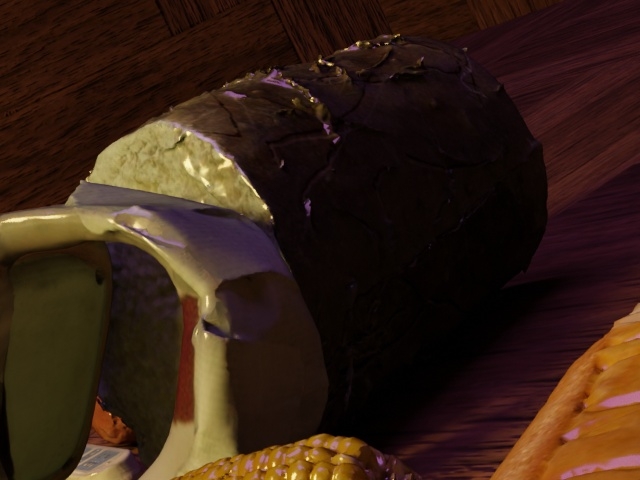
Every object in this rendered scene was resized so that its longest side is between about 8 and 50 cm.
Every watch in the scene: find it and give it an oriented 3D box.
[{"bbox_3d":[-0.116,0.090,0.978,0.241,0.253,0.162,20,20,28],"label":"watch"}]

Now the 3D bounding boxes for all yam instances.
[{"bbox_3d":[0.000,0.000,1.146,0.241,0.241,0.348,-18,9,40],"label":"yam"}]

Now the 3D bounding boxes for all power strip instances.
[{"bbox_3d":[-0.178,0.173,1.258,0.048,0.030,0.191,-29,10,-26],"label":"power strip"}]

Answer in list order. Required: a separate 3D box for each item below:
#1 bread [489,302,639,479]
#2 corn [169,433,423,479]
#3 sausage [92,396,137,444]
[{"bbox_3d":[0.103,0.116,0.433,0.119,0.152,0.288,-14,14,28],"label":"bread"},{"bbox_3d":[-0.075,0.165,0.840,0.320,0.097,0.097,-22,9,36],"label":"corn"},{"bbox_3d":[-0.133,0.096,1.442,0.078,0.078,0.304,-22,12,23],"label":"sausage"}]
